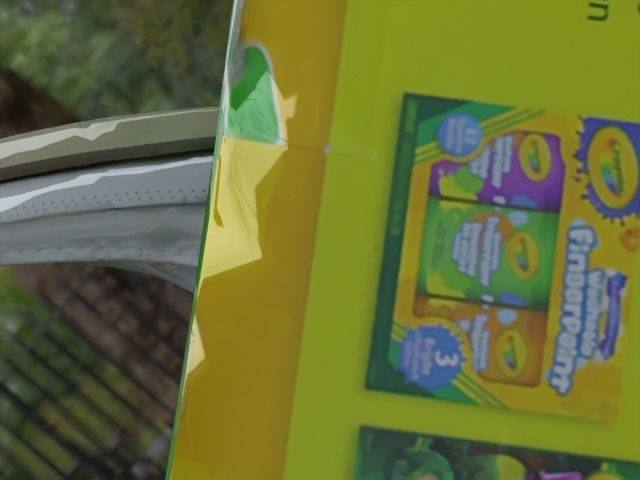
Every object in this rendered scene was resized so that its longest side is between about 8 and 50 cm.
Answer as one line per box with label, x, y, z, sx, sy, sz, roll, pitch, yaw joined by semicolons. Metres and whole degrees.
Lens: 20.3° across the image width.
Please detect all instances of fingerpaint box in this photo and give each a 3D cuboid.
fingerpaint box;0.161;-0.033;0.465;0.163;0.371;0.445;104;173;-84

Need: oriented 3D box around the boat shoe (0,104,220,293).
boat shoe;0.000;0.000;0.635;0.302;0.103;0.113;-5;4;3
